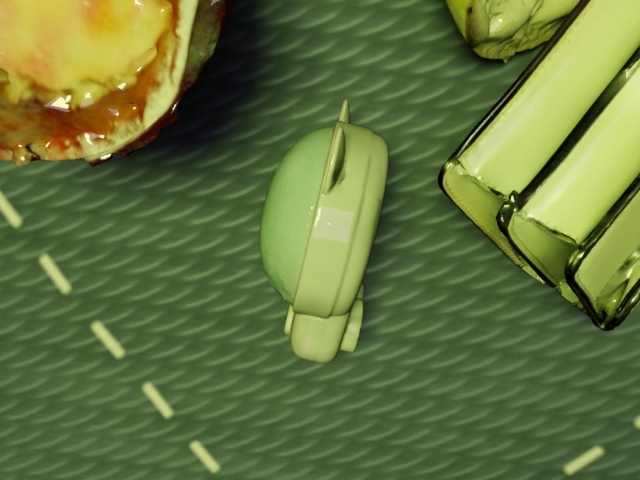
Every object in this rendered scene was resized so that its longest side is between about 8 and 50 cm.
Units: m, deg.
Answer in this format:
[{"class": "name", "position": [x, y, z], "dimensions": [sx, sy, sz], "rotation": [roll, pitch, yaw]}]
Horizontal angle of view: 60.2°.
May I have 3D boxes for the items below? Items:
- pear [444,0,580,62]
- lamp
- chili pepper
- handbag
[{"class": "pear", "position": [0.184, -0.307, 0.479], "dimensions": [0.267, 0.267, 0.178], "rotation": [-37, 68, 5]}, {"class": "lamp", "position": [-0.003, 0.000, 0.517], "dimensions": [0.108, 0.179, 0.246], "rotation": [10, 116, 5]}, {"class": "chili pepper", "position": [-0.173, -0.198, 0.461], "dimensions": [0.229, 0.305, 0.251], "rotation": [30, 109, -9]}, {"class": "handbag", "position": [0.300, -0.108, 0.468], "dimensions": [0.358, 0.236, 0.160], "rotation": [-52, 52, 6]}]
